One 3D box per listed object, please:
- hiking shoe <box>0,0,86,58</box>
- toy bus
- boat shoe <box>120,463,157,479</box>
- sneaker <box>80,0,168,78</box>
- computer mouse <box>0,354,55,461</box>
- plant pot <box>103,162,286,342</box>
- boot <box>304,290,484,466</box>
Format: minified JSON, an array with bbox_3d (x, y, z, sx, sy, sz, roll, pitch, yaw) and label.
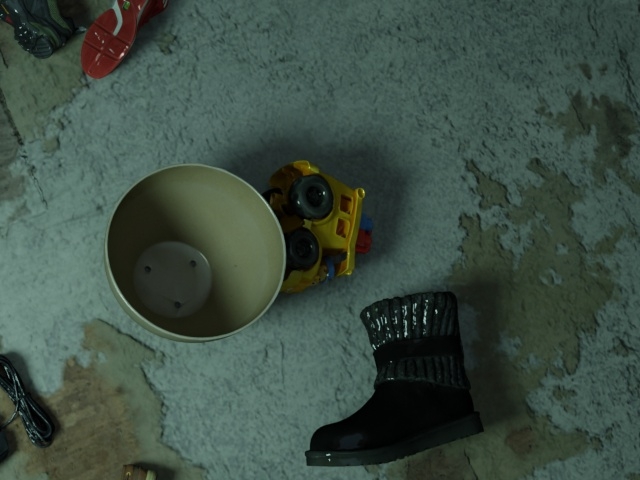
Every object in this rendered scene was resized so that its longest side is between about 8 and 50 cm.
[{"bbox_3d":[-0.503,-0.417,2.063,0.227,0.086,0.114,52,51,-5],"label":"hiking shoe"},{"bbox_3d":[0.000,0.000,2.081,0.211,0.149,0.220,20,69,-30],"label":"toy bus"},{"bbox_3d":[-0.310,0.428,1.872,0.060,0.064,0.178,24,61,-6],"label":"boat shoe"},{"bbox_3d":[-0.322,-0.373,2.104,0.087,0.128,0.221,36,100,14],"label":"sneaker"},{"bbox_3d":[-0.548,0.279,1.832,0.262,0.060,0.184,-27,85,-25],"label":"computer mouse"},{"bbox_3d":[-0.219,0.041,1.950,0.284,0.191,0.284,6,71,-18],"label":"plant pot"},{"bbox_3d":[0.104,0.231,2.035,0.348,0.131,0.260,-10,84,-33],"label":"boot"}]
